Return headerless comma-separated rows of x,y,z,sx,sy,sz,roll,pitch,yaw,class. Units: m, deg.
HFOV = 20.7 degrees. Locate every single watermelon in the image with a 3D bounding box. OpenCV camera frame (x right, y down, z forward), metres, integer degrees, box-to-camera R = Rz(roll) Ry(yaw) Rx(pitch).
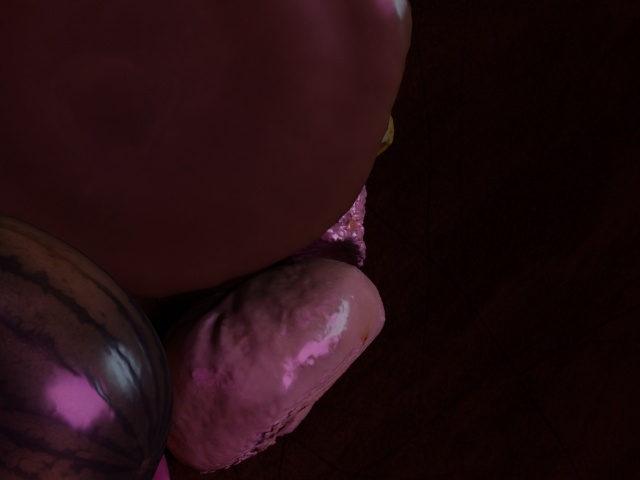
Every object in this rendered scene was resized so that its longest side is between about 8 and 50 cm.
-0.293,0.111,1.437,0.279,0.359,0.279,-48,156,-30,watermelon

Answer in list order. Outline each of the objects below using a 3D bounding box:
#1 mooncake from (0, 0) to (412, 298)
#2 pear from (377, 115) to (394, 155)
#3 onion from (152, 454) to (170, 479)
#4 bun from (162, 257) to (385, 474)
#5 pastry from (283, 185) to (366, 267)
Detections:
-0.152,-0.194,1.586,0.467,0.262,0.467,-5,112,-11,mooncake
-0.081,-0.191,1.903,0.288,0.139,0.239,14,55,-29,pear
-0.241,0.220,1.630,0.200,0.207,0.201,-12,90,-84,onion
-0.065,0.119,1.823,0.168,0.273,0.273,52,45,3,bun
0.001,-0.012,1.933,0.265,0.103,0.112,99,-4,-70,pastry
